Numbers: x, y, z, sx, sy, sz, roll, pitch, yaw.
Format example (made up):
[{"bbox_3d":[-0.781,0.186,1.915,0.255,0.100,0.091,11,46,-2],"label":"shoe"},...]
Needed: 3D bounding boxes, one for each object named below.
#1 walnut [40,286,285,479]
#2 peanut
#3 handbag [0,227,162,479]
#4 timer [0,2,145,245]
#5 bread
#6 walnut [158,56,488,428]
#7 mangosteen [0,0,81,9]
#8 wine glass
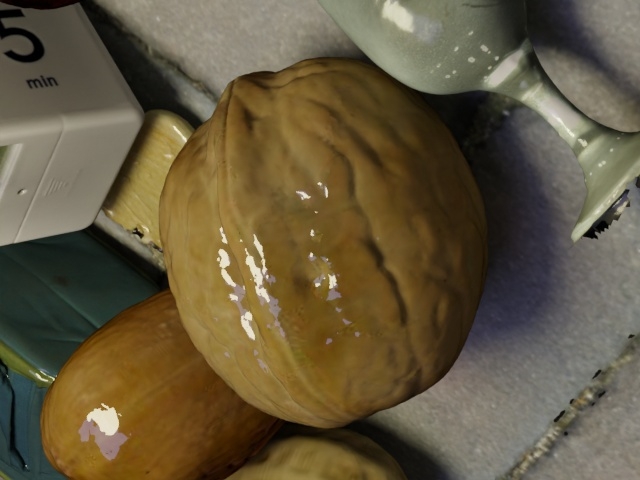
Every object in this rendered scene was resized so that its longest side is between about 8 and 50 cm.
[{"bbox_3d":[-0.129,0.144,1.209,0.203,0.298,0.203,44,149,34],"label":"walnut"},{"bbox_3d":[-0.057,0.274,1.343,0.387,0.192,0.169,3,78,42],"label":"peanut"},{"bbox_3d":[-0.309,0.129,1.396,0.263,0.222,0.241,33,136,16],"label":"handbag"},{"bbox_3d":[-0.319,-0.124,1.222,0.195,0.194,0.192,58,138,22],"label":"timer"},{"bbox_3d":[-0.149,-0.046,1.291,0.251,0.039,0.182,44,133,5],"label":"bread"},{"bbox_3d":[0.001,-0.001,1.068,0.277,0.252,0.313,-18,98,53],"label":"walnut"},{"bbox_3d":[-0.253,-0.302,1.093,0.210,0.210,0.210,18,127,26],"label":"mangosteen"},{"bbox_3d":[0.130,-0.143,0.960,0.321,0.143,0.143,42,133,5],"label":"wine glass"}]
